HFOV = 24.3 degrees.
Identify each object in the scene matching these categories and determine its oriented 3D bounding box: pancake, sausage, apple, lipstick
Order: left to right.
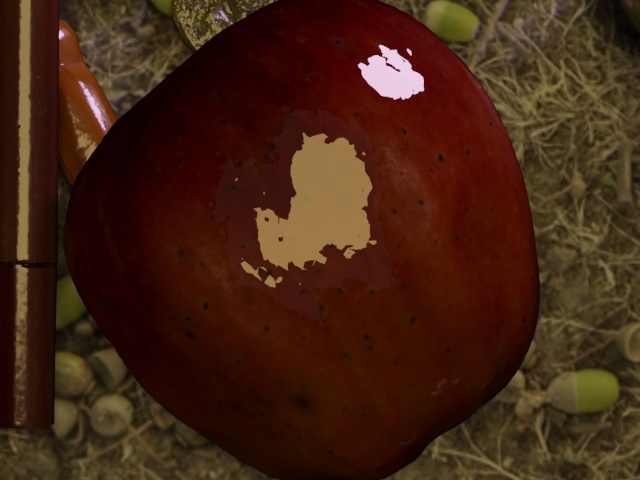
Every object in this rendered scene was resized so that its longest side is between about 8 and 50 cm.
[{"bbox_3d":[-0.234,-0.032,1.174,0.057,0.057,0.357,0,90,-7],"label":"lipstick"},{"bbox_3d":[-0.202,-0.102,1.223,0.062,0.054,0.183,-21,80,-44],"label":"sausage"},{"bbox_3d":[-0.074,-0.193,1.273,0.108,0.017,0.108,1,83,-6],"label":"pancake"},{"bbox_3d":[0.000,0.000,1.174,0.329,0.295,0.365,-30,90,19],"label":"apple"}]

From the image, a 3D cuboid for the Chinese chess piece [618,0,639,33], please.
[{"bbox_3d":[0.363,-0.254,1.233,0.250,0.101,0.250,-18,49,22],"label":"Chinese chess piece"}]
